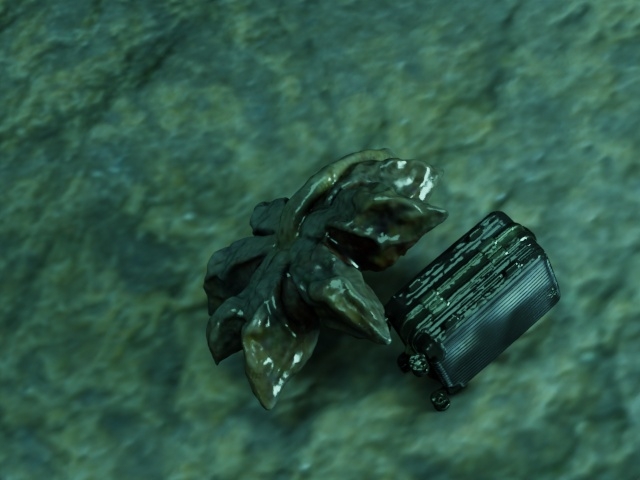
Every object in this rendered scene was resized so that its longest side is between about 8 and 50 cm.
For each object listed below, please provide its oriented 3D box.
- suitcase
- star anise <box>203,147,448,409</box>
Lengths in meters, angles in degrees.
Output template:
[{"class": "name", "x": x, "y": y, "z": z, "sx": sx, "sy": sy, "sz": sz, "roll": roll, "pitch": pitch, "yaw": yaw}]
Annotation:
[{"class": "suitcase", "x": 0.103, "y": 0.045, "z": 1.082, "sx": 0.126, "sy": 0.086, "sz": 0.059, "roll": -40, "pitch": 58, "yaw": -5}, {"class": "star anise", "x": 0.000, "y": 0.001, "z": 1.112, "sx": 0.230, "sy": 0.081, "sz": 0.262, "roll": -27, "pitch": 27, "yaw": 42}]
